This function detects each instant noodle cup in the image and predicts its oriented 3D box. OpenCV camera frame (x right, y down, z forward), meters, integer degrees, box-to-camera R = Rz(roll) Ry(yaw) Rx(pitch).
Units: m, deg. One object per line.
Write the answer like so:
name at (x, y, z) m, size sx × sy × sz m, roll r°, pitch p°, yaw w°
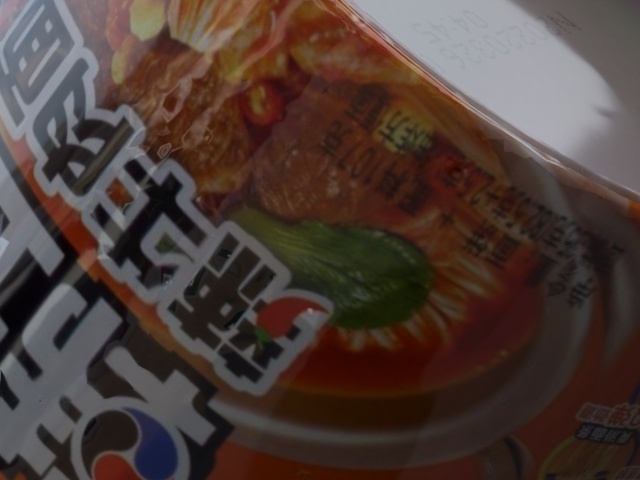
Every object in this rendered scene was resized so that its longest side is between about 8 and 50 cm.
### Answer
instant noodle cup at (0.000, 0.000, 0.486) m, size 0.250 × 0.250 × 0.192 m, roll 19°, pitch -58°, yaw -28°
